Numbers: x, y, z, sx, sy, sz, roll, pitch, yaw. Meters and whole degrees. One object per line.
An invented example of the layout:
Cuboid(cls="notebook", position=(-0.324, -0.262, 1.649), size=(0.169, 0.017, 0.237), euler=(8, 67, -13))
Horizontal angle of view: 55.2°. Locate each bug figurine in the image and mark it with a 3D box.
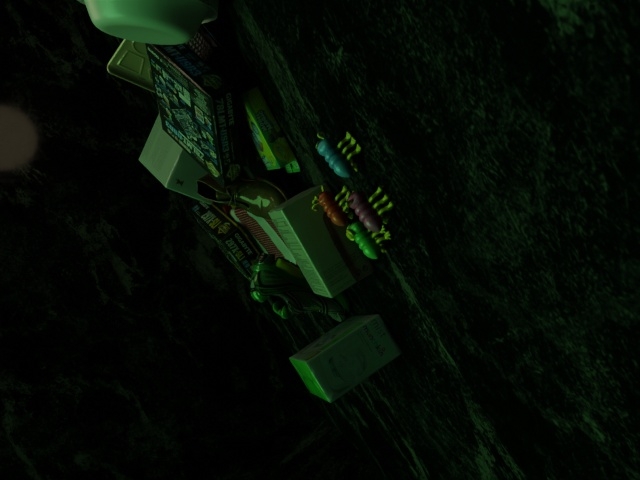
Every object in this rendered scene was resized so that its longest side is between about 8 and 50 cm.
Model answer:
Cuboid(cls="bug figurine", position=(0.055, -0.075, 1.186), size=(0.216, 0.072, 0.279), euler=(52, 164, 22))

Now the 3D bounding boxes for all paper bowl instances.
Cuboid(cls="paper bowl", position=(-0.344, -0.480, 1.208), size=(0.284, 0.284, 0.148), euler=(-162, 77, -69))

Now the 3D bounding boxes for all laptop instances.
Cuboid(cls="laptop", position=(-0.309, -0.451, 1.477), size=(0.234, 0.136, 0.264), euler=(53, 131, 24))

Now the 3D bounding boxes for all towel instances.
Cuboid(cls="towel", position=(-0.115, -0.003, 1.726), size=(0.329, 0.037, 0.237), euler=(1, 133, 54))

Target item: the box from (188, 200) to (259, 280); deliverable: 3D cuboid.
Cuboid(cls="box", position=(-0.283, 0.013, 1.981), size=(0.257, 0.079, 0.322), euler=(55, 169, -33))

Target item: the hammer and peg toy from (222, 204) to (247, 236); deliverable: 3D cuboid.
Cuboid(cls="hammer and peg toy", position=(-0.323, -0.136, 2.219), size=(0.266, 0.127, 0.361), euler=(55, 165, 13))

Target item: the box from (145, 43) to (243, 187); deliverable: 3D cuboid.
Cuboid(cls="box", position=(-0.310, -0.322, 1.508), size=(0.295, 0.073, 0.293), euler=(43, 153, 28))

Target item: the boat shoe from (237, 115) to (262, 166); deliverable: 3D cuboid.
Cuboid(cls="boat shoe", position=(-0.285, -0.332, 1.678), size=(0.355, 0.130, 0.132), euler=(50, 164, 29))

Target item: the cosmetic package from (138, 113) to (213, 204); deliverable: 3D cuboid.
Cuboid(cls="cosmetic package", position=(-0.441, -0.295, 2.007), size=(0.161, 0.230, 0.453), euler=(23, -174, -30))

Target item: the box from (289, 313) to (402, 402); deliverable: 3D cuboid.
Cuboid(cls="box", position=(0.062, 0.310, 1.639), size=(0.127, 0.231, 0.262), euler=(58, 166, 0))

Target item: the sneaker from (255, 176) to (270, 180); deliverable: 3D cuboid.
Cuboid(cls="sneaker", position=(-0.125, -0.099, 1.792), size=(0.128, 0.087, 0.221), euler=(-105, -10, -53))

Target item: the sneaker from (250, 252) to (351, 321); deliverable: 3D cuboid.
Cuboid(cls="sneaker", position=(-0.060, 0.160, 1.713), size=(0.343, 0.146, 0.134), euler=(27, 166, -31))

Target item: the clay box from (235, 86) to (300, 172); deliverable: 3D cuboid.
Cuboid(cls="clay box", position=(-0.133, -0.254, 1.485), size=(0.222, 0.053, 0.127), euler=(62, 166, -12))

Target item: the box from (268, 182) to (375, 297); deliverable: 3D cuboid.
Cuboid(cls="box", position=(0.000, 0.000, 1.416), size=(0.232, 0.127, 0.148), euler=(61, 166, -9))

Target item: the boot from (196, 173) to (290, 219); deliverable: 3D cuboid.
Cuboid(cls="boot", position=(-0.203, -0.109, 1.582), size=(0.305, 0.115, 0.112), euler=(23, 120, 37))

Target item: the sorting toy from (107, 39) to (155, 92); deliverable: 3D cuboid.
Cuboid(cls="sorting toy", position=(-0.466, -0.509, 1.708), size=(0.208, 0.193, 0.038), euler=(-37, 48, 40))
